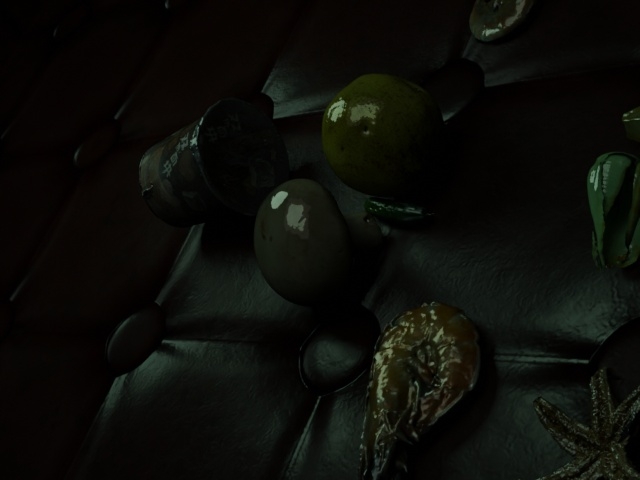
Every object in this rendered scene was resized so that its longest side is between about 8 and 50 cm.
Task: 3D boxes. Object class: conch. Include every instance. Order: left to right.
[{"bbox_3d":[0.401,-0.042,1.447,0.106,0.079,0.170,-15,61,43],"label":"conch"}]

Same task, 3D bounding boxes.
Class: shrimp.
[{"bbox_3d":[0.129,0.213,1.474,0.164,0.062,0.317,-10,47,35],"label":"shrimp"},{"bbox_3d":[0.332,-0.449,1.913,0.143,0.052,0.251,6,61,50],"label":"shrimp"}]

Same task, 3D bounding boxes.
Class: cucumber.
[{"bbox_3d":[0.117,-0.046,1.749,0.168,0.039,0.039,15,66,52],"label":"cucumber"}]

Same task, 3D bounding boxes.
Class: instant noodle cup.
[{"bbox_3d":[-0.201,-0.127,2.004,0.207,0.217,0.217,-16,45,43],"label":"instant noodle cup"}]

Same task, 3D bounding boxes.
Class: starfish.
[{"bbox_3d":[0.324,0.237,1.267,0.213,0.057,0.238,-49,32,8],"label":"starfish"}]

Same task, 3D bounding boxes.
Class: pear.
[{"bbox_3d":[0.106,-0.162,1.750,0.197,0.197,0.197,-26,41,25],"label":"pear"}]

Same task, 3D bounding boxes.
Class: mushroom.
[{"bbox_3d":[0.000,0.000,1.725,0.204,0.204,0.204,-26,41,25],"label":"mushroom"}]

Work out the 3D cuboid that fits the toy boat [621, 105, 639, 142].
[{"bbox_3d":[0.492,-0.172,1.489,0.172,0.065,0.066,-14,27,31],"label":"toy boat"}]
